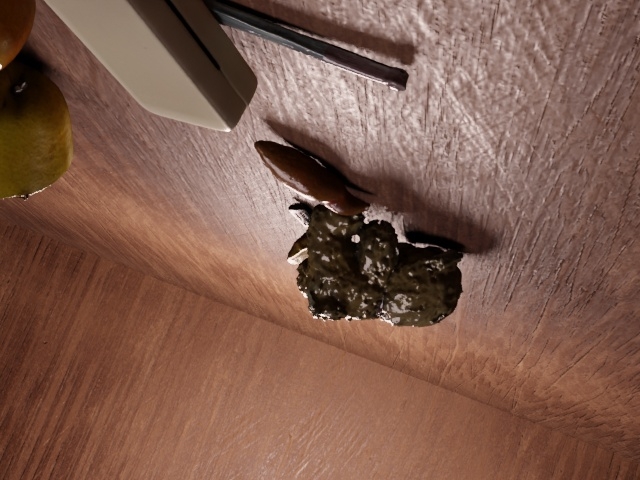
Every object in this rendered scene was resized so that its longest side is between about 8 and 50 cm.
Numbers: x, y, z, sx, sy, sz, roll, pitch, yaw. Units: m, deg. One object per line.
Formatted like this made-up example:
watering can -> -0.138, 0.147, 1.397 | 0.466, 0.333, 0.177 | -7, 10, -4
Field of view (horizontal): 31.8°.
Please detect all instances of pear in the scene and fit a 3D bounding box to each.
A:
pear -> -0.478, -0.197, 1.626 | 0.267, 0.267, 0.178 | 23, 137, -4

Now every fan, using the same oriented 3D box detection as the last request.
fan -> -0.044, -0.206, 1.114 | 0.282, 0.023, 0.057 | 21, 162, 10

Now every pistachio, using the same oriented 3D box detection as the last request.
pistachio -> 0.000, 0.000, 1.877 | 0.089, 0.049, 0.173 | 0, 167, -25

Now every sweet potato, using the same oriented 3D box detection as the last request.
sweet potato -> -0.013, -0.082, 1.547 | 0.055, 0.058, 0.202 | -18, 143, 40

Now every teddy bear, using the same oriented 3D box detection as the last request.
teddy bear -> 0.097, 0.057, 1.739 | 0.256, 0.156, 0.267 | 2, 148, -6

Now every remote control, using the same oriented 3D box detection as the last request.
remote control -> -0.025, -0.041, 1.856 | 0.034, 0.016, 0.091 | 0, 162, 17

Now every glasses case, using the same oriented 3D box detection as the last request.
glasses case -> -0.182, -0.221, 1.107 | 0.131, 0.070, 0.313 | 16, 162, 29

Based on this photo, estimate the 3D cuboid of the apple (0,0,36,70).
apple -> -0.399, -0.252, 1.191 | 0.182, 0.182, 0.155 | 10, 148, 46
